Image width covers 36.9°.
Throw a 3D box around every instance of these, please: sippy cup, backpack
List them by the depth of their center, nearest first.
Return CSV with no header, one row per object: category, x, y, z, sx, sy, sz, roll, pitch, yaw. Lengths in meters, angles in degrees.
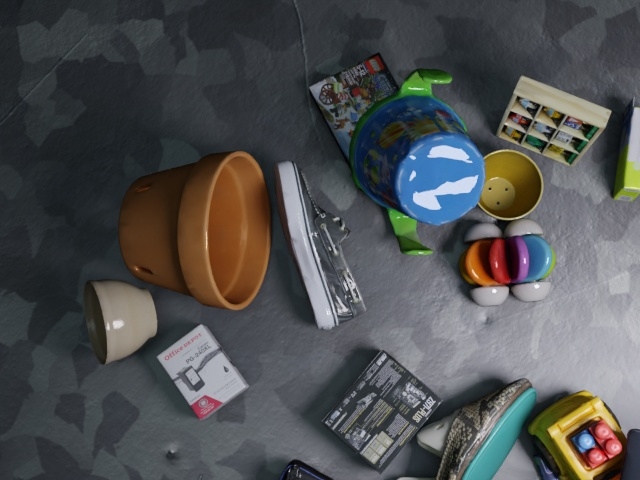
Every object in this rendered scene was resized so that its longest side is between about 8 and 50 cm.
sippy cup,0.188,-0.137,1.742,0.240,0.224,0.305,-33,112,1
backpack,-0.035,0.475,1.769,0.105,0.084,0.114,27,90,6

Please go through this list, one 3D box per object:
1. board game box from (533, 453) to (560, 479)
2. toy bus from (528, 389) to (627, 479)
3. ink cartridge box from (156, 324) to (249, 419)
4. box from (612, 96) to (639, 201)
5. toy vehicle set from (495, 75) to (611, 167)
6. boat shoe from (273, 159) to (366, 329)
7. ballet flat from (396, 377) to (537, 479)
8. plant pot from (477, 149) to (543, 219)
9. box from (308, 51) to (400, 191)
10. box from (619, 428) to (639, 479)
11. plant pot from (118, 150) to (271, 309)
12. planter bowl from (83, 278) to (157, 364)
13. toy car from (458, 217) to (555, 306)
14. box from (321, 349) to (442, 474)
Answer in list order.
board game box,0.496,0.468,1.767,0.136,0.035,0.201,-21,80,-1
toy bus,0.485,0.377,1.659,0.150,0.211,0.220,-32,81,-4
ink cartridge box,-0.225,0.250,1.826,0.109,0.063,0.150,-37,81,-3
box,0.596,-0.172,1.825,0.043,0.109,0.178,9,82,8
toy vehicle set,0.420,-0.214,1.763,0.166,0.267,0.035,23,82,7
boat shoe,0.000,0.000,1.840,0.119,0.121,0.335,-17,91,-7
ballet flat,0.224,0.451,1.738,0.182,0.164,0.482,19,83,31
plant pot,0.349,-0.098,1.832,0.134,0.095,0.134,0,81,0
box,0.100,-0.234,1.895,0.159,0.044,0.233,-28,81,-1
box,0.675,0.501,1.568,0.396,0.212,0.293,19,81,-33
plant pot,-0.237,-0.022,1.778,0.204,0.291,0.290,2,81,20
planter bowl,-0.375,0.146,1.817,0.109,0.162,0.162,-10,79,-26
toy car,0.353,0.037,1.792,0.182,0.136,0.159,-6,80,2
box,0.115,0.318,1.790,0.147,0.077,0.180,39,85,8
